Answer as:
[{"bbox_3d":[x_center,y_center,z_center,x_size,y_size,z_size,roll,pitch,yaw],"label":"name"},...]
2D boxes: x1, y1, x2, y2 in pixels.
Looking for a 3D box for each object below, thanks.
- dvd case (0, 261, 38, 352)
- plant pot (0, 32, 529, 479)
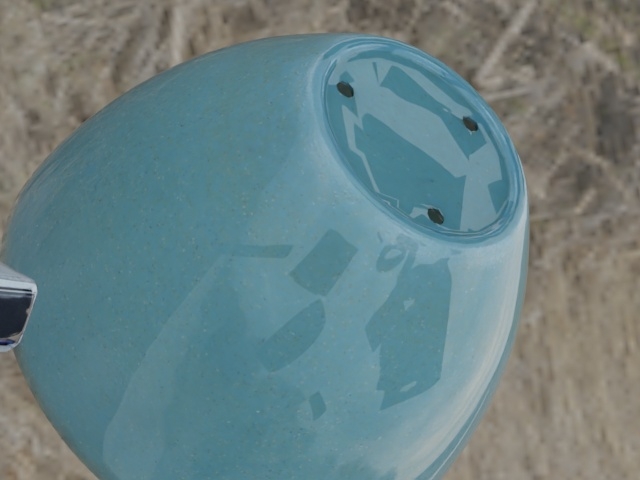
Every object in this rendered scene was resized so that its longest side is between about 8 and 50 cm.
[{"bbox_3d":[-0.220,-0.018,0.490,0.238,0.179,0.030,11,101,-58],"label":"dvd case"},{"bbox_3d":[0.000,0.000,0.964,0.290,0.195,0.290,22,45,-24],"label":"plant pot"}]
